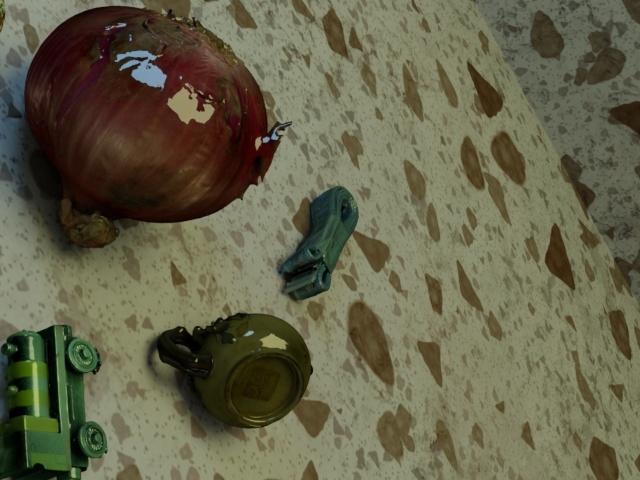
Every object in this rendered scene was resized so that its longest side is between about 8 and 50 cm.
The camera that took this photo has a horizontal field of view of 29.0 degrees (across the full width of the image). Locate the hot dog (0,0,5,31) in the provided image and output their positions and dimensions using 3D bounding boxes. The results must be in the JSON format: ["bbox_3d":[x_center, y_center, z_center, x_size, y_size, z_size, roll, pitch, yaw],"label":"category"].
[{"bbox_3d":[-0.487,-0.389,1.662,0.115,0.072,0.269,-4,72,-68],"label":"hot dog"}]

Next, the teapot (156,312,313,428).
[{"bbox_3d":[-0.121,0.174,1.814,0.269,0.173,0.182,15,16,-27],"label":"teapot"}]

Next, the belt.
[{"bbox_3d":[0.000,0.000,2.208,0.087,0.072,0.302,60,27,-21],"label":"belt"}]

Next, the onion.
[{"bbox_3d":[-0.224,-0.168,1.684,0.353,0.353,0.354,39,39,-41],"label":"onion"}]

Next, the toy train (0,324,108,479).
[{"bbox_3d":[-0.331,0.194,1.495,0.132,0.083,0.200,19,53,-50],"label":"toy train"}]
